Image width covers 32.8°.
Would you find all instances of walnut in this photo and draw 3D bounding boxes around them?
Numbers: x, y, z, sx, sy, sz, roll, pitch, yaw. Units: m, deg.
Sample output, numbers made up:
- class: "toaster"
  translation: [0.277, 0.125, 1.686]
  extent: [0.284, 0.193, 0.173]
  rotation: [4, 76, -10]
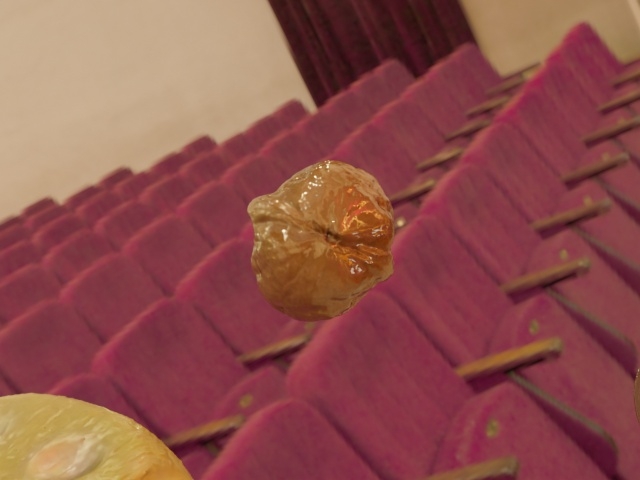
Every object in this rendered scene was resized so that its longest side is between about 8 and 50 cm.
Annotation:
- class: "walnut"
  translation: [0.000, 0.000, 1.014]
  extent: [0.166, 0.149, 0.166]
  rotation: [-63, 6, 12]

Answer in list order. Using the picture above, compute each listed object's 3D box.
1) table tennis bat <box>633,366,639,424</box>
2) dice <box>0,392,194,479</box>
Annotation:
- class: "table tennis bat"
  translation: [0.345, 0.129, 1.051]
  extent: [0.014, 0.158, 0.095]
  rotation: [5, -11, -43]
- class: "dice"
  translation: [-0.161, 0.195, 0.575]
  extent: [0.166, 0.169, 0.169]
  rotation: [6, 31, 33]
